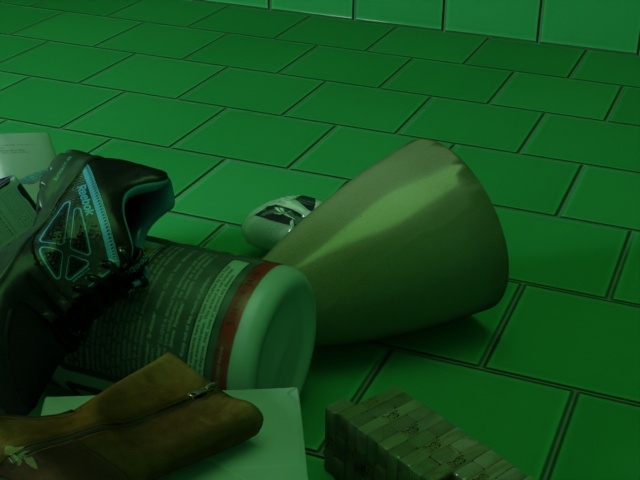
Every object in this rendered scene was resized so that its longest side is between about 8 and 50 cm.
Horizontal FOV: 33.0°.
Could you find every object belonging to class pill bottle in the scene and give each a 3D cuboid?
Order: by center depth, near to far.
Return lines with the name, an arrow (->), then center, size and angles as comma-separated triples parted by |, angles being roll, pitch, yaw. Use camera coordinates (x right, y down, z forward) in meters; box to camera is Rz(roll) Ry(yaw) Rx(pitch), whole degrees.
pill bottle -> -0.205, 0.100, 1.301 | 0.362, 0.210, 0.210 | 12, 29, 20

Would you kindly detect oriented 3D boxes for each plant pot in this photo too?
plant pot -> 0.063, 0.030, 1.446 | 0.274, 0.257, 0.256 | -24, 35, -22

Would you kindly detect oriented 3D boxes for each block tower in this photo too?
block tower -> 0.144, 0.268, 1.115 | 0.097, 0.091, 0.335 | -20, 34, -36

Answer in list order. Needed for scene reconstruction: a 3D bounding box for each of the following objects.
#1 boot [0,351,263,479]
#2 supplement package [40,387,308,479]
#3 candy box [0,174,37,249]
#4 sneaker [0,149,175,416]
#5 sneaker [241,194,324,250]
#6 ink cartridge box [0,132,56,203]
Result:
boot -> -0.236, 0.158, 0.994 | 0.264, 0.096, 0.280 | 21, 33, 34
supplement package -> -0.144, 0.263, 1.053 | 0.261, 0.145, 0.204 | -1, 28, -4
candy box -> -0.439, 0.010, 1.282 | 0.196, 0.070, 0.165 | -40, 17, -21
sneaker -> -0.264, 0.039, 1.149 | 0.139, 0.125, 0.341 | 6, 56, 15
sneaker -> 0.000, 0.000, 1.631 | 0.234, 0.094, 0.153 | 8, 17, -8
ink cartridge box -> -0.409, -0.027, 1.512 | 0.093, 0.154, 0.212 | -6, 48, -28
